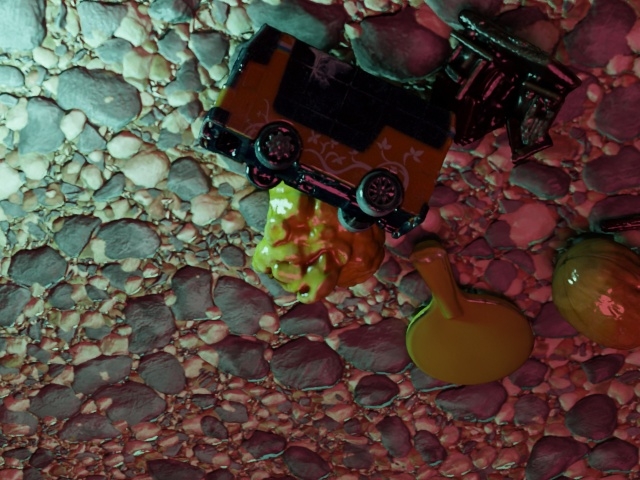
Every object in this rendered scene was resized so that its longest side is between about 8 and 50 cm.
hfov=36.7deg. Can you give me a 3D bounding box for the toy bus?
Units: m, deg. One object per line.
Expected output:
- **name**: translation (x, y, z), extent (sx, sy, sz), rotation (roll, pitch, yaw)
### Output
- **toy bus**: translation (0.010, -0.148, 1.350), extent (0.323, 0.194, 0.162), rotation (25, 167, -6)

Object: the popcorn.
- **popcorn**: translation (0.000, 0.000, 1.501), extent (0.200, 0.203, 0.226), rotation (10, 146, 8)

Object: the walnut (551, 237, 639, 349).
- **walnut**: translation (0.465, 0.085, 1.561), extent (0.197, 0.165, 0.165), rotation (27, 125, -15)

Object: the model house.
- **model house**: translation (0.246, -0.198, 1.344), extent (0.164, 0.203, 0.141), rotation (-54, 146, 6)

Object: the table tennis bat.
- **table tennis bat**: translation (0.240, 0.134, 1.689), extent (0.224, 0.054, 0.368), rotation (-18, 129, 18)

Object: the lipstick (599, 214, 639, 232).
- **lipstick**: translation (0.541, -0.032, 1.553), extent (0.177, 0.027, 0.027), rotation (-7, 127, 9)
